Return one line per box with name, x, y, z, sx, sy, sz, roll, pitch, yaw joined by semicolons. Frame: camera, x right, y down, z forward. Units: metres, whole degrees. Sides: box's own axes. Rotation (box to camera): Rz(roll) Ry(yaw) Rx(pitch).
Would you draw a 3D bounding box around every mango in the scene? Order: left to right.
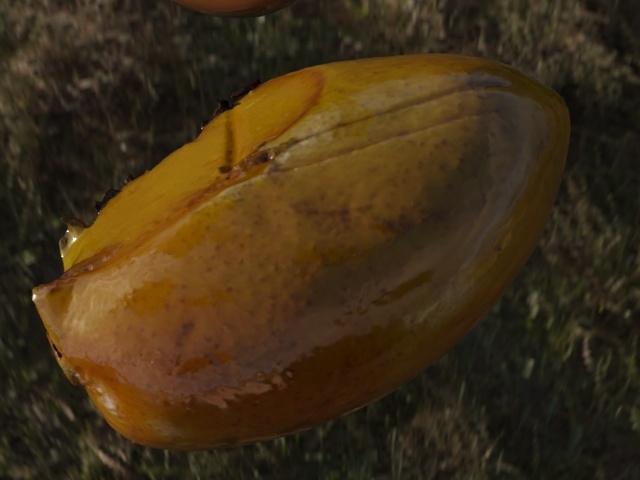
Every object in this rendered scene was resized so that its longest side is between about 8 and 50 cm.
mango;0.000;0.000;0.852;0.252;0.126;0.154;-29;39;-5

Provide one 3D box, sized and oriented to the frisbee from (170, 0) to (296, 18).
frisbee;-0.072;-0.218;0.861;0.021;0.251;0.251;-27;70;-35
